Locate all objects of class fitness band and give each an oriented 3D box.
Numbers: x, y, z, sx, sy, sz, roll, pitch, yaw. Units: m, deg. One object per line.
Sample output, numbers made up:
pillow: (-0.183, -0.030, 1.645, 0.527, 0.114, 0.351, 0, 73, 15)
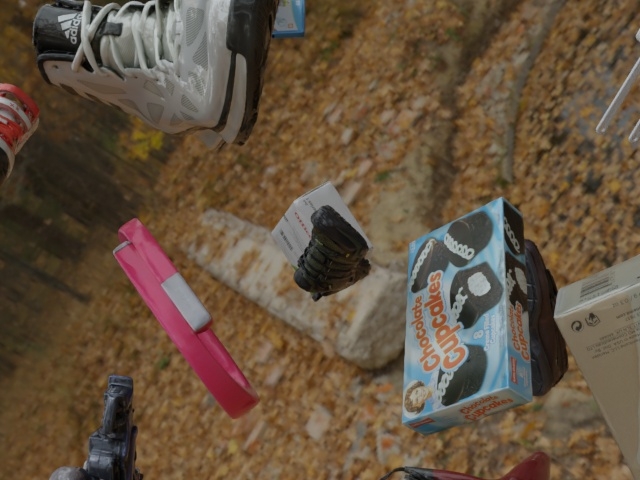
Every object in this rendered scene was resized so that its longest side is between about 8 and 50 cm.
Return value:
fitness band: (-0.173, 0.098, 1.172, 0.054, 0.291, 0.209, -34, -28, -10)

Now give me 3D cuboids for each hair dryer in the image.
hair dryer: (0.261, 0.392, 1.508, 0.223, 0.293, 0.080, -135, 45, -56)

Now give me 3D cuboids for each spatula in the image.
spatula: (0.563, -0.259, 1.531, 0.242, 0.168, 0.019, -62, 19, 21)

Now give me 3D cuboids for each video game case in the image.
video game case: (-0.105, -0.346, 1.360, 0.015, 0.166, 0.119, 82, -173, -67)

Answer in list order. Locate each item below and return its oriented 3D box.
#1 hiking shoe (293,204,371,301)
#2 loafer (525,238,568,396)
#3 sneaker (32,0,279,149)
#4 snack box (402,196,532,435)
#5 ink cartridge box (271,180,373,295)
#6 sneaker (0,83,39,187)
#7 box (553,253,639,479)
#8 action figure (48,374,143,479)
hiking shoe: (0.011, 0.032, 1.434, 0.114, 0.086, 0.227, -41, -27, -9)
loafer: (0.385, 0.130, 1.674, 0.095, 0.302, 0.109, -23, 22, -30)
sneaker: (-0.203, -0.208, 1.062, 0.447, 0.257, 0.169, 163, 118, -74)
snack box: (0.211, 0.109, 1.364, 0.187, 0.060, 0.322, -29, 41, 38)
ink cartridge box: (0.000, 0.000, 1.831, 0.092, 0.160, 0.219, -31, -5, -21)
sneaker: (-0.369, -0.121, 1.032, 0.270, 0.090, 0.145, -17, 42, 61)
box: (0.399, 0.186, 1.096, 0.121, 0.311, 0.148, -26, 2, 20)
action figure: (-0.309, 0.315, 1.065, 0.330, 0.178, 0.341, -32, -50, -68)
